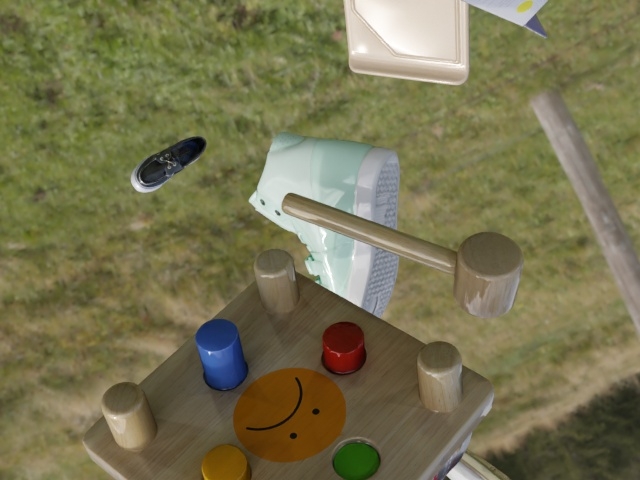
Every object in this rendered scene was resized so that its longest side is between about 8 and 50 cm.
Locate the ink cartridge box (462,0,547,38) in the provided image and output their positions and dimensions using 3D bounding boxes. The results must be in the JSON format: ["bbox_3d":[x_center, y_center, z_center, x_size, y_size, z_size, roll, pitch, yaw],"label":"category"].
[{"bbox_3d":[0.170,-0.419,1.225,0.307,0.304,0.072,3,149,-48],"label":"ink cartridge box"}]

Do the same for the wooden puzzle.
[{"bbox_3d":[0.144,-0.386,1.652,0.044,0.221,0.239,-54,148,-47],"label":"wooden puzzle"}]

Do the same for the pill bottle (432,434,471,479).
[{"bbox_3d":[0.090,0.230,1.217,0.176,0.176,0.318,-29,173,20],"label":"pill bottle"}]

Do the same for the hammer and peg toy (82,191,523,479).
[{"bbox_3d":[0.004,0.117,0.855,0.361,0.266,0.127,-43,144,-30],"label":"hammer and peg toy"}]

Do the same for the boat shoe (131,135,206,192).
[{"bbox_3d":[-0.230,-0.121,1.502,0.142,0.049,0.040,-40,-173,-40],"label":"boat shoe"}]

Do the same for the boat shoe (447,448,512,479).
[{"bbox_3d":[0.260,0.397,1.370,0.103,0.302,0.113,-52,160,2],"label":"boat shoe"}]

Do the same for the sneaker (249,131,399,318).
[{"bbox_3d":[0.000,-0.001,1.053,0.094,0.151,0.256,-42,143,-48],"label":"sneaker"}]
